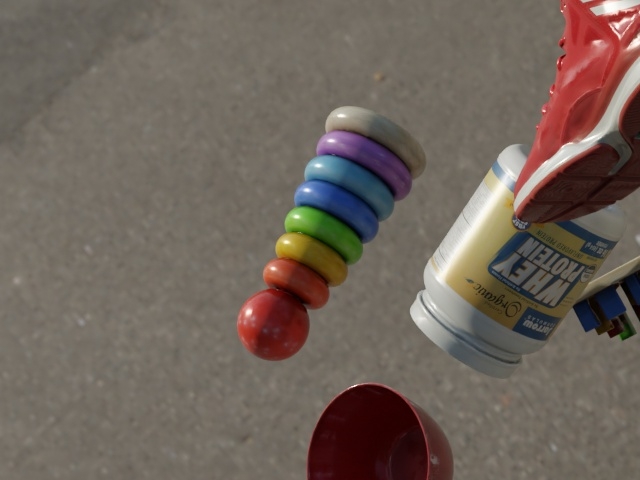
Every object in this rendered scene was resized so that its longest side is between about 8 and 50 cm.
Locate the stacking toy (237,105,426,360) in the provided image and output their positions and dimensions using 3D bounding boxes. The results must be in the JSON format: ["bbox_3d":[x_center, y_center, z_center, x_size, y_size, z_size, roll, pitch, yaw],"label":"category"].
[{"bbox_3d":[0.000,0.000,1.948,0.141,0.141,0.330,10,64,49],"label":"stacking toy"}]

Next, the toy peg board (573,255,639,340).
[{"bbox_3d":[0.387,0.067,1.898,0.161,0.079,0.161,-32,-10,27],"label":"toy peg board"}]

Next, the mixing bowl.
[{"bbox_3d":[0.083,0.254,1.755,0.181,0.098,0.181,-11,74,43],"label":"mixing bowl"}]

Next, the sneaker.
[{"bbox_3d":[0.193,-0.112,1.102,0.221,0.087,0.128,-49,48,48],"label":"sneaker"}]

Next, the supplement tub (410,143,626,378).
[{"bbox_3d":[0.192,0.021,1.548,0.199,0.144,0.144,-58,28,16],"label":"supplement tub"}]
